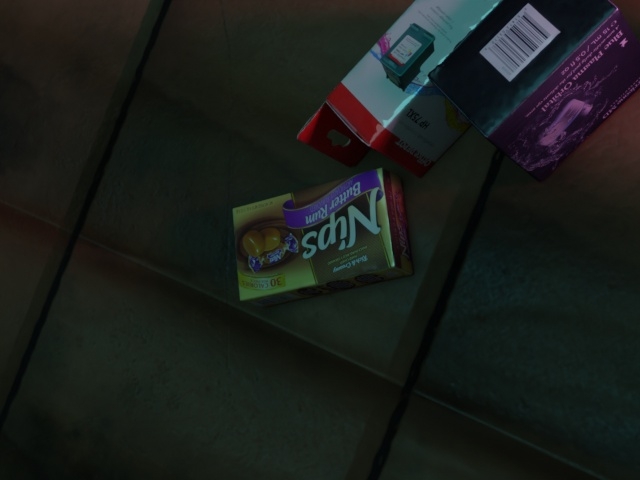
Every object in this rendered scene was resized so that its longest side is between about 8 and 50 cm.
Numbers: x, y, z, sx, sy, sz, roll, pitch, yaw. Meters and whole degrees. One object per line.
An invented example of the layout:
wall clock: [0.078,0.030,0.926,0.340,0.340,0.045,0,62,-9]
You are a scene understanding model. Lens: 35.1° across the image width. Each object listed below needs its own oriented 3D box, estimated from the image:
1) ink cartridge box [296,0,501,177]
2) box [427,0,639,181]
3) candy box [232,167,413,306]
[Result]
ink cartridge box: [0.100,-0.149,1.012,0.231,0.134,0.078,-47,62,13]
box: [0.209,-0.155,0.939,0.156,0.158,0.093,-45,61,13]
candy box: [0.000,0.000,1.081,0.187,0.053,0.109,-14,73,27]
